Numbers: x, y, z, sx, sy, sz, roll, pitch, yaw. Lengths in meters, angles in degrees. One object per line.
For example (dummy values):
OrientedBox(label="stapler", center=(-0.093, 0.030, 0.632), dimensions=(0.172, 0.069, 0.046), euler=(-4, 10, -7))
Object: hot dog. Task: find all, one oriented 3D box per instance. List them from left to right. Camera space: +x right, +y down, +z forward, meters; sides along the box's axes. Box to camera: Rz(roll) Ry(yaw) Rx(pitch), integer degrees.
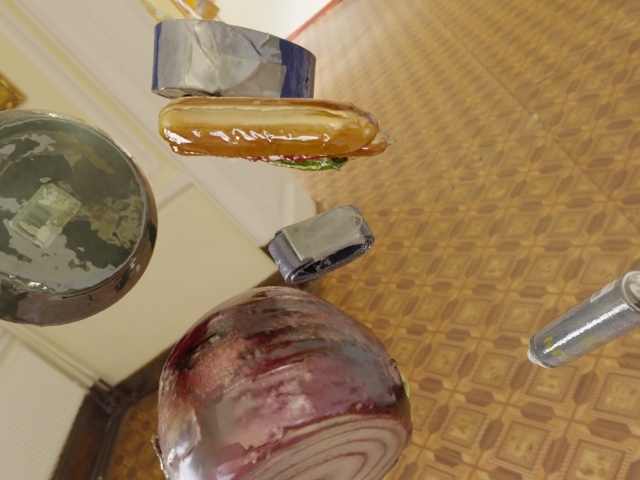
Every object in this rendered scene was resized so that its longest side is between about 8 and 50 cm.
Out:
OrientedBox(label="hot dog", center=(-0.044, -0.102, 0.570), dimensions=(0.236, 0.092, 0.062), euler=(5, 88, 19))

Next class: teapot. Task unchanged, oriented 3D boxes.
OrientedBox(label="teapot", center=(-0.449, 0.017, 0.897), dimensions=(0.362, 0.306, 0.376), euler=(-22, 34, 56))

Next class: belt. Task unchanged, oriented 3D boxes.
OrientedBox(label="belt", center=(-0.137, -0.289, 1.054), dimensions=(0.213, 0.347, 0.117), euler=(9, 96, 32))
OrientedBox(label="belt", center=(0.000, 0.000, 1.362), dimensions=(0.231, 0.139, 0.126), euler=(-22, 65, -15))

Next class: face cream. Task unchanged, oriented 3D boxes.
OrientedBox(label="face cream", center=(0.409, 0.135, 0.924), dimensions=(0.073, 0.073, 0.283), euler=(-59, -4, -30))

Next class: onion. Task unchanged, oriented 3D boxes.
OrientedBox(label="onion", center=(-0.054, 0.183, 0.708), dimensions=(0.282, 0.336, 0.260), euler=(-25, 53, -4))

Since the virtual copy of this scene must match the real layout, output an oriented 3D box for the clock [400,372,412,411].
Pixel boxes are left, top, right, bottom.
OrientedBox(label="clock", center=(0.092, 0.343, 1.188), dimensions=(0.096, 0.308, 0.235), euler=(21, 54, 30))
